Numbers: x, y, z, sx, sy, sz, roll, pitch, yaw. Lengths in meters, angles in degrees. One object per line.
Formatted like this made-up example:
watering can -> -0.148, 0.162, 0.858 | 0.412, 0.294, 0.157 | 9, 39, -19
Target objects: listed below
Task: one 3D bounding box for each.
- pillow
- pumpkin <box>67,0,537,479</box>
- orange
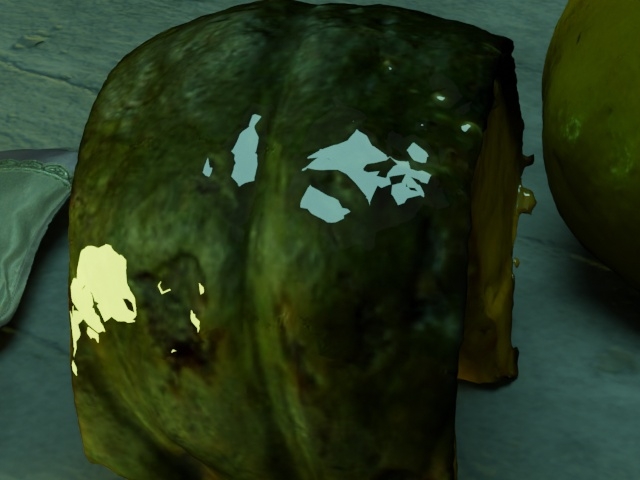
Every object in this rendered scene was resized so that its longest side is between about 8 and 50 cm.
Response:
pillow -> -0.235, -0.001, 1.196 | 0.131, 0.038, 0.232 | 0, 33, 15
pumpkin -> 0.000, 0.000, 0.978 | 0.225, 0.256, 0.303 | 0, 16, 9
orange -> 0.272, -0.082, 1.114 | 0.279, 0.235, 0.279 | -1, 39, 1
